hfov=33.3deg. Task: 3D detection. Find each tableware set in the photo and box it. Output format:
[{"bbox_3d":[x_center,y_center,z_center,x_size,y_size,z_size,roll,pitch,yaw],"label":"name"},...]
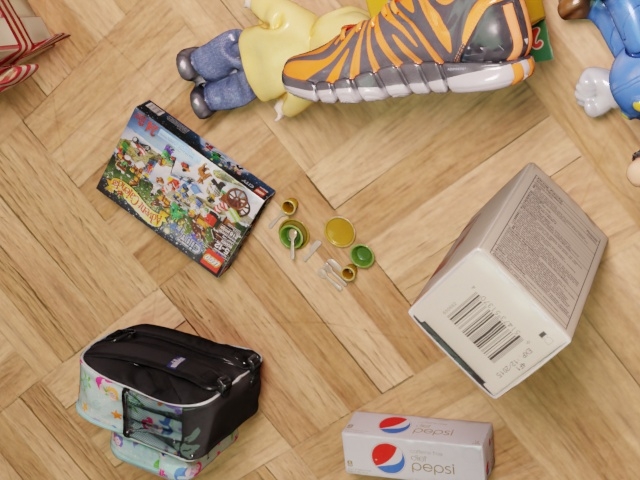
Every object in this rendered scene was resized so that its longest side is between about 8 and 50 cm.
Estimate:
[{"bbox_3d":[0.000,0.000,1.536,0.154,0.024,0.104,43,121,1],"label":"tableware set"}]

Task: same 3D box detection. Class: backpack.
[{"bbox_3d":[-0.237,0.232,1.622,0.254,0.225,0.191,19,113,19],"label":"backpack"}]

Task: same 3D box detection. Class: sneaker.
[{"bbox_3d":[0.088,-0.260,1.230,0.321,0.124,0.180,-2,110,30],"label":"sneaker"}]

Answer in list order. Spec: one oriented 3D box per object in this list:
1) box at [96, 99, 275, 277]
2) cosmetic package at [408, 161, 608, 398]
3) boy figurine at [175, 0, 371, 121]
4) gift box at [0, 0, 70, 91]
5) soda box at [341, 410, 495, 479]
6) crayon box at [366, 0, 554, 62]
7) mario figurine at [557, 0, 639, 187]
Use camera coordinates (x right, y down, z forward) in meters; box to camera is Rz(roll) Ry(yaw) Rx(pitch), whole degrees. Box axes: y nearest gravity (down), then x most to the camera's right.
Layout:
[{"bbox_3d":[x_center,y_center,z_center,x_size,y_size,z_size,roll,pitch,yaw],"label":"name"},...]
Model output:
[{"bbox_3d":[-0.201,-0.075,1.575,0.233,0.044,0.159,36,120,5],"label":"box"},{"bbox_3d":[0.235,0.039,1.297,0.153,0.296,0.129,45,122,1],"label":"cosmetic package"},{"bbox_3d":[-0.052,-0.250,1.411,0.285,0.092,0.177,-14,106,26],"label":"boy figurine"},{"bbox_3d":[-0.530,-0.310,1.500,0.255,0.276,0.258,-25,98,16],"label":"gift box"},{"bbox_3d":[0.144,0.307,1.584,0.216,0.069,0.073,1,112,21],"label":"soda box"},{"bbox_3d":[0.141,-0.342,1.265,0.202,0.081,0.318,-4,112,42],"label":"crayon box"},{"bbox_3d":[0.359,-0.151,1.204,0.170,0.198,0.320,-32,83,33],"label":"mario figurine"}]
